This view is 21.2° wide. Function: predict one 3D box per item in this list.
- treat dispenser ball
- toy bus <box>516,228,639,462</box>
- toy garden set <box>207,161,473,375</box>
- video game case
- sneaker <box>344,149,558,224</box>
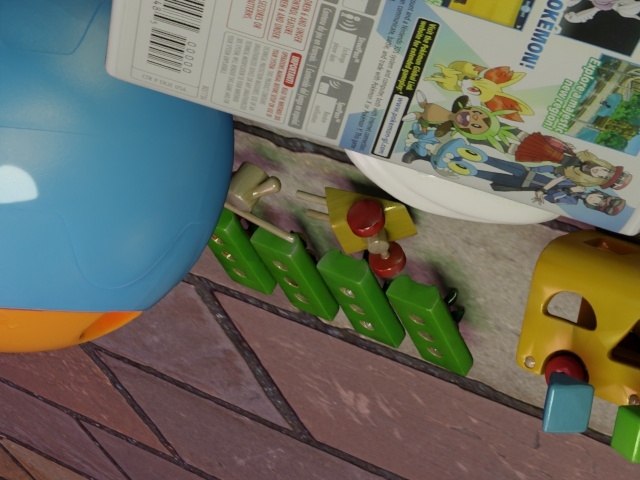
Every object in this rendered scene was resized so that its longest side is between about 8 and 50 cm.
[{"bbox_3d":[-0.202,-0.067,1.160,0.288,0.288,0.288,29,159,12],"label":"treat dispenser ball"},{"bbox_3d":[0.226,0.058,1.071,0.202,0.104,0.191,6,-164,-12],"label":"toy bus"},{"bbox_3d":[0.000,0.000,1.355,0.244,0.049,0.204,21,158,32],"label":"toy garden set"},{"bbox_3d":[0.059,-0.140,0.783,0.300,0.036,0.329,17,146,-1],"label":"video game case"},{"bbox_3d":[0.054,-0.113,0.927,0.305,0.114,0.152,44,158,-25],"label":"sneaker"}]
